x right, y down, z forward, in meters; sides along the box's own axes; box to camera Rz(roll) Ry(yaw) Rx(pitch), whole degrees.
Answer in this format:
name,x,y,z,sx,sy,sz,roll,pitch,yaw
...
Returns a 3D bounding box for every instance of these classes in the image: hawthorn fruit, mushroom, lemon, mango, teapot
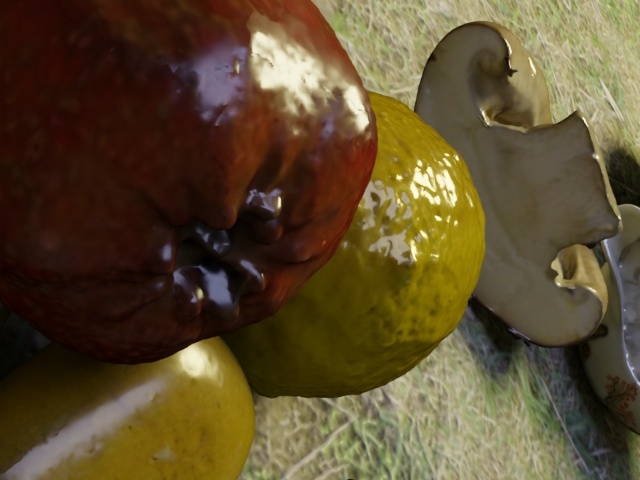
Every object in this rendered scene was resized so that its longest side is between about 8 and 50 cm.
name,x,y,z,sx,sy,sz,roll,pitch,yaw
hawthorn fruit,-0.093,-0.067,0.559,0.205,0.205,0.253,20,24,-45
mushroom,0.171,-0.059,1.031,0.151,0.156,0.286,-53,125,-64
lemon,0.000,0.000,0.729,0.231,0.192,0.192,-9,77,-61
mango,-0.114,0.106,0.590,0.195,0.098,0.137,-16,113,-49
teapot,0.342,0.100,1.086,0.298,0.204,0.139,58,16,7

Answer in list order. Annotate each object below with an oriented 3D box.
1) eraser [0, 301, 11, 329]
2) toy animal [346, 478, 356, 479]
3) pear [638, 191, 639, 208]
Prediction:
name,x,y,z,sx,sy,sz,roll,pitch,yaw
eraser,-0.198,-0.003,0.592,0.117,0.058,0.172,46,40,-24
toy animal,0.079,0.257,0.763,0.225,0.093,0.121,51,47,-34
pear,0.473,-0.022,1.315,0.342,0.238,0.318,-22,68,-19
